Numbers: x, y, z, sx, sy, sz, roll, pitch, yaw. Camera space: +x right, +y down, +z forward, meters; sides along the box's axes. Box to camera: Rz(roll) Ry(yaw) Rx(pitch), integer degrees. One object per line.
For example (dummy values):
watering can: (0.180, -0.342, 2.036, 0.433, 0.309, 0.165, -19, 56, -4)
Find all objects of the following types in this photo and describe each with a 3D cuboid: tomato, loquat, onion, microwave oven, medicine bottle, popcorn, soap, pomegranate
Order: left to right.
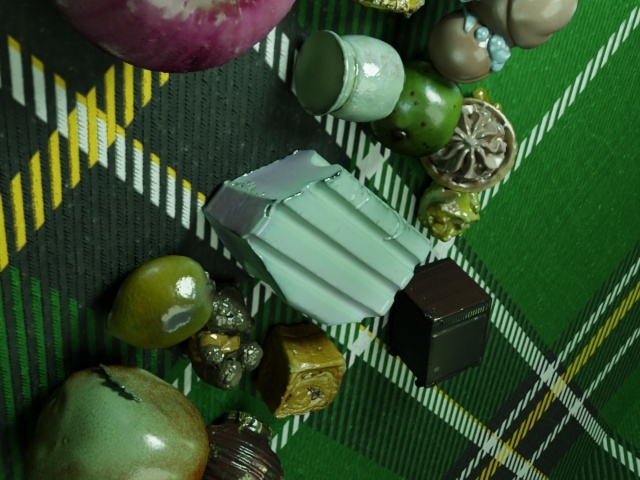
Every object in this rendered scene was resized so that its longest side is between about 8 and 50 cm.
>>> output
tomato: (-0.348, 0.348, 1.306, 0.303, 0.303, 0.239, -44, 140, -8)
loquat: (-0.271, 0.107, 1.315, 0.195, 0.152, 0.152, -24, 133, -12)
onion: (-0.177, -0.381, 0.941, 0.358, 0.345, 0.358, -2, 107, -6)
soap: (0.000, 0.000, 1.467, 0.261, 0.156, 0.446, -53, 139, 3)
medicine bottle: (0.046, -0.277, 1.320, 0.143, 0.147, 0.147, -2, 119, -37)
pomegranate: (0.183, -0.265, 1.443, 0.225, 0.187, 0.187, -57, 148, -38)
microwave oven: (0.269, 0.190, 1.825, 0.178, 0.188, 0.247, -21, 135, -23)
popcorn: (0.281, -0.075, 1.700, 0.126, 0.126, 0.145, 31, 113, -24)

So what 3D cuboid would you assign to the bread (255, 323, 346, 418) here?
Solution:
bread: (-0.045, 0.272, 1.632, 0.149, 0.143, 0.158, 5, 115, -36)

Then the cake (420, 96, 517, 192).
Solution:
cake: (0.299, -0.181, 1.538, 0.185, 0.178, 0.207, -34, 105, 4)

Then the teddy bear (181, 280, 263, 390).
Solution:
teddy bear: (-0.187, 0.170, 1.455, 0.177, 0.140, 0.190, -36, 138, -67)

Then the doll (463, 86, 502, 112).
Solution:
doll: (0.349, -0.230, 1.666, 0.137, 0.097, 0.209, -41, 133, -3)

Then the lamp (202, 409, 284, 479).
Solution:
lamp: (-0.188, 0.469, 1.590, 0.247, 0.247, 0.247, -23, 131, -29)

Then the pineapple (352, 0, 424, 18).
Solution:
pineapple: (0.085, -0.450, 1.223, 0.335, 0.158, 0.161, 10, 110, -44)

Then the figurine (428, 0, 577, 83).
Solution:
figurine: (0.342, -0.466, 1.342, 0.388, 0.248, 0.276, -57, 144, -42)
